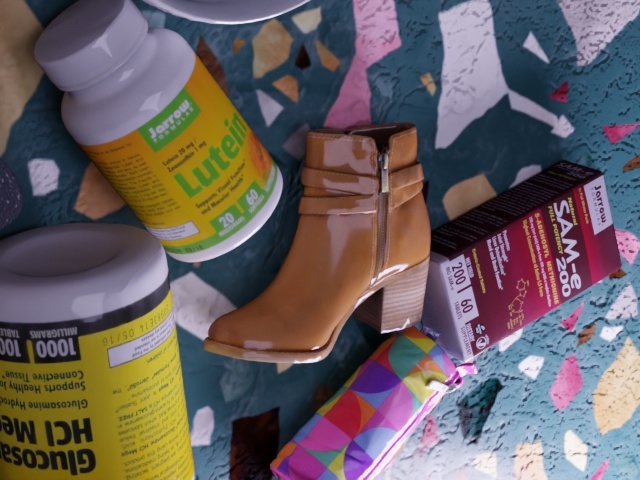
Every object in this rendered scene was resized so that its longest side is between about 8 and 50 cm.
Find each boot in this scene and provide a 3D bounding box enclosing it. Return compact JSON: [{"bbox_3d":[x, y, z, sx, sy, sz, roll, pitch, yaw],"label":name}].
[{"bbox_3d":[0.000,0.000,1.727,0.283,0.109,0.220,-12,110,-31],"label":"boot"}]

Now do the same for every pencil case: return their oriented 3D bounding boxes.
[{"bbox_3d":[0.053,0.192,1.824,0.236,0.104,0.104,-46,124,-11],"label":"pencil case"}]

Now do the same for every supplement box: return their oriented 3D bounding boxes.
[{"bbox_3d":[0.218,0.020,1.904,0.239,0.073,0.130,-29,118,-25],"label":"supplement box"}]

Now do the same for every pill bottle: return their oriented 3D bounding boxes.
[{"bbox_3d":[-0.217,0.166,1.582,0.188,0.188,0.334,-18,113,-29],"label":"pill bottle"},{"bbox_3d":[-0.152,-0.108,1.575,0.136,0.136,0.245,-46,124,-14],"label":"pill bottle"}]

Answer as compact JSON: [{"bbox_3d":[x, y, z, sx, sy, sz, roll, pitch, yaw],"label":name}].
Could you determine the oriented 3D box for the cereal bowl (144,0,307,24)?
[{"bbox_3d":[-0.101,-0.367,1.530,0.339,0.141,0.339,-10,109,-31],"label":"cereal bowl"}]

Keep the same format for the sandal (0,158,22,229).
[{"bbox_3d":[-0.390,-0.036,1.497,0.254,0.054,0.097,-9,102,-22],"label":"sandal"}]
